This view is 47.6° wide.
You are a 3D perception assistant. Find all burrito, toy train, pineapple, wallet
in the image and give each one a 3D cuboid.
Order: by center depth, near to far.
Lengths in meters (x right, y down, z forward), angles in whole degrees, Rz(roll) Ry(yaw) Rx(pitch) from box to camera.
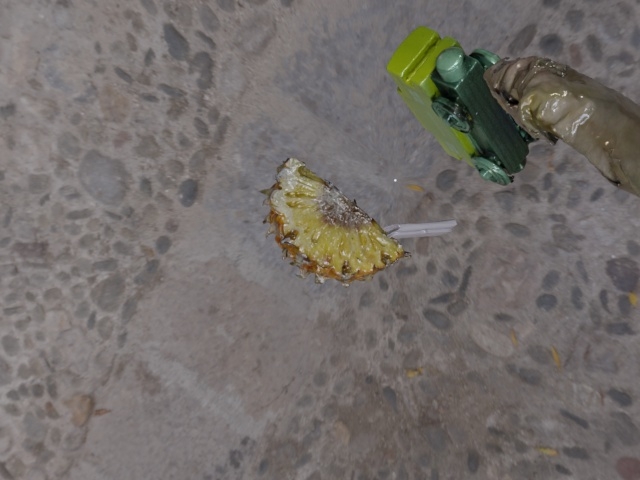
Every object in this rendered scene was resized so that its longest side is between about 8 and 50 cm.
[{"bbox_3d":[0.361,-0.120,0.880,0.347,0.175,0.107,27,122,-10],"label":"burrito"},{"bbox_3d":[0.000,0.000,1.026,0.233,0.079,0.135,37,70,3],"label":"pineapple"},{"bbox_3d":[0.175,-0.021,1.277,0.122,0.061,0.025,-4,78,-24],"label":"wallet"},{"bbox_3d":[0.329,-0.305,1.669,0.179,0.442,0.272,-51,48,-1],"label":"toy train"}]
